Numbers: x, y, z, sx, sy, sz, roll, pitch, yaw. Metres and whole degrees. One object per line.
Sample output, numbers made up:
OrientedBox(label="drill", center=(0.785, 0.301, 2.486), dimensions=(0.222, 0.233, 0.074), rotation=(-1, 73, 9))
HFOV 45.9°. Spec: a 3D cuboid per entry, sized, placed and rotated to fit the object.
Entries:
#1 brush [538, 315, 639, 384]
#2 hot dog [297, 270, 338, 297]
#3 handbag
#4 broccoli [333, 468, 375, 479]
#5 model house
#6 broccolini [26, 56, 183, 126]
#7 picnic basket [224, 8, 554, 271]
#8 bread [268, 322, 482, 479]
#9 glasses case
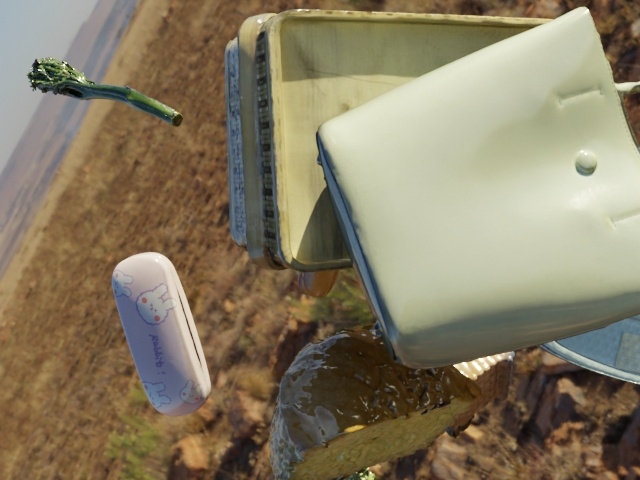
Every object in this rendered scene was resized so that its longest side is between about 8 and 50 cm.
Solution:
OrientedBox(label="brush", center=(0.210, 0.069, 0.725), dimensions=(0.060, 0.297, 0.068), rotation=(-34, -40, -75))
OrientedBox(label="hot dog", center=(0.000, 0.000, 1.064), dimensions=(0.235, 0.062, 0.092), rotation=(104, 155, -44))
OrientedBox(label="handbag", center=(0.166, -0.046, 0.561), dimensions=(0.315, 0.241, 0.109), rotation=(-20, -11, 5))
OrientedBox(label="broccoli", center=(0.029, 0.373, 1.407), dimensions=(0.198, 0.176, 0.226), rotation=(78, -153, -45))
OrientedBox(label="model house", center=(0.196, 0.142, 1.068), dimensions=(0.172, 0.166, 0.183), rotation=(-34, 58, -9))
OrientedBox(label="broccolini", center=(-0.264, -0.181, 0.929), dimensions=(0.239, 0.054, 0.051), rotation=(19, 69, 24))
OrientedBox(label="picnic basket", center=(0.062, -0.097, 0.734), dimensions=(0.175, 0.313, 0.228), rotation=(-167, 74, -67))
OrientedBox(label="bread", center=(0.037, 0.169, 0.792), dimensions=(0.139, 0.229, 0.143), rotation=(52, 131, 35))
OrientedBox(label="glasses case", center=(-0.279, 0.166, 1.331), dimensions=(0.113, 0.296, 0.075), rotation=(-15, 8, 16))
